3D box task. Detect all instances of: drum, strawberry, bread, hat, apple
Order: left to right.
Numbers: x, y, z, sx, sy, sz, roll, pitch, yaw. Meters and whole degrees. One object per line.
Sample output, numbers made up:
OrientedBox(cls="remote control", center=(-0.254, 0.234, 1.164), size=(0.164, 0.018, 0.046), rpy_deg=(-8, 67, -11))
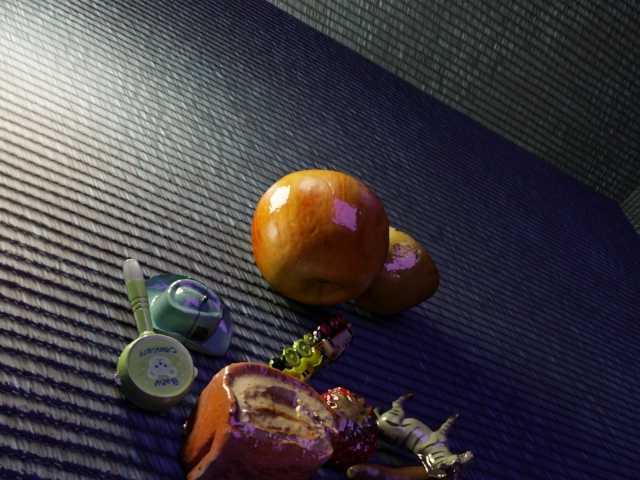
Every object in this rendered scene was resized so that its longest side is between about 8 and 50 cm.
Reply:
OrientedBox(cls="drum", center=(-0.286, 0.147, 1.173), size=(0.130, 0.049, 0.253), rpy_deg=(-16, 65, -41))
OrientedBox(cls="hat", center=(-0.219, 0.115, 1.287), size=(0.191, 0.078, 0.138), rpy_deg=(28, 36, -18))
OrientedBox(cls="bread", center=(-0.082, 0.295, 1.156), size=(0.244, 0.123, 0.190), rpy_deg=(20, 34, -32))
OrientedBox(cls="apple", center=(0.000, 0.000, 1.505), size=(0.286, 0.286, 0.233), rpy_deg=(22, 51, -27))
OrientedBox(cls="strawberry", center=(0.040, 0.319, 1.294), size=(0.145, 0.086, 0.145), rpy_deg=(27, 30, -17))

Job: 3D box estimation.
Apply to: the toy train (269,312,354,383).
OrientedBox(cls="toy train", center=(-0.007, 0.204, 1.433), size=(0.085, 0.053, 0.249), rpy_deg=(52, 31, 6))

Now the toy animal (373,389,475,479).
OrientedBox(cls="toy animal", center=(0.170, 0.347, 1.336), size=(0.217, 0.073, 0.176), rpy_deg=(18, 21, 20))

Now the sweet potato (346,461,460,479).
OrientedBox(cls="sweet potato", center=(0.138, 0.416, 1.286), size=(0.243, 0.077, 0.077), rpy_deg=(14, 38, -29))

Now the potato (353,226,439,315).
OrientedBox(cls="potato", center=(0.138, 0.089, 1.649), size=(0.203, 0.178, 0.158), rpy_deg=(51, 46, -7))
